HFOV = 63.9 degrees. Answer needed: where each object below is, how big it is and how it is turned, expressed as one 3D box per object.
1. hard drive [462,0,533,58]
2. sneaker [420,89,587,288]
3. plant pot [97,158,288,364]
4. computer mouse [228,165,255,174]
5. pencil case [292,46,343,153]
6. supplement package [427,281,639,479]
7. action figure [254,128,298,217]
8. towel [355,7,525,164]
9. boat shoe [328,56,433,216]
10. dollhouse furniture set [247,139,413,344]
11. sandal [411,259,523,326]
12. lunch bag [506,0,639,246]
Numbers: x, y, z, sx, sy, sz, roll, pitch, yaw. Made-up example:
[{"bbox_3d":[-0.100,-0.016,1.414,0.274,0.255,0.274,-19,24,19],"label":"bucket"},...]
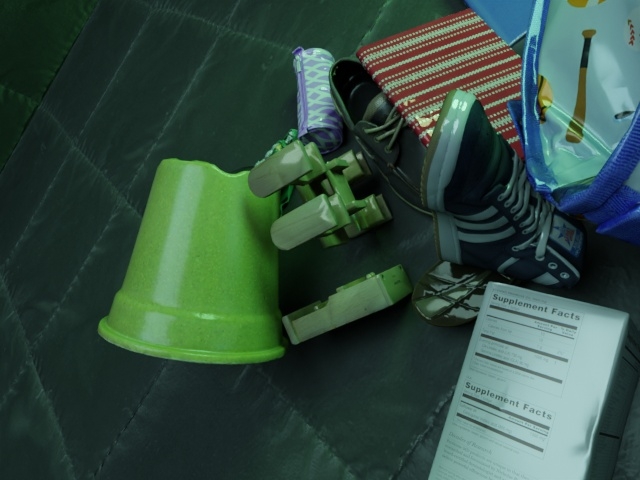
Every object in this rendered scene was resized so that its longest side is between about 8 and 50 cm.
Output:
[{"bbox_3d":[0.307,-0.443,0.785,0.210,0.040,0.319,-35,53,24],"label":"hard drive"},{"bbox_3d":[0.189,-0.036,0.497,0.153,0.282,0.099,17,73,23],"label":"sneaker"},{"bbox_3d":[-0.164,0.019,0.763,0.276,0.276,0.254,9,90,42],"label":"plant pot"},{"bbox_3d":[-0.170,-0.006,0.912,0.188,0.072,0.272,30,102,23],"label":"computer mouse"},{"bbox_3d":[-0.007,-0.259,0.935,0.086,0.088,0.206,-25,58,31],"label":"pencil case"},{"bbox_3d":[0.220,0.185,0.521,0.133,0.139,0.244,13,79,41],"label":"supplement package"},{"bbox_3d":[-0.099,-0.103,0.959,0.137,0.063,0.232,35,100,31],"label":"action figure"},{"bbox_3d":[0.195,-0.194,0.683,0.198,0.031,0.275,-23,62,-12],"label":"towel"},{"bbox_3d":[0.108,-0.162,0.768,0.132,0.130,0.355,-49,48,12],"label":"boat shoe"},{"bbox_3d":[0.000,0.000,0.739,0.161,0.212,0.242,-27,83,27],"label":"dollhouse furniture set"},{"bbox_3d":[0.216,0.033,0.650,0.219,0.060,0.090,-43,55,-1],"label":"sandal"},{"bbox_3d":[0.348,-0.152,0.410,0.239,0.327,0.386,140,144,-73],"label":"lunch bag"}]
